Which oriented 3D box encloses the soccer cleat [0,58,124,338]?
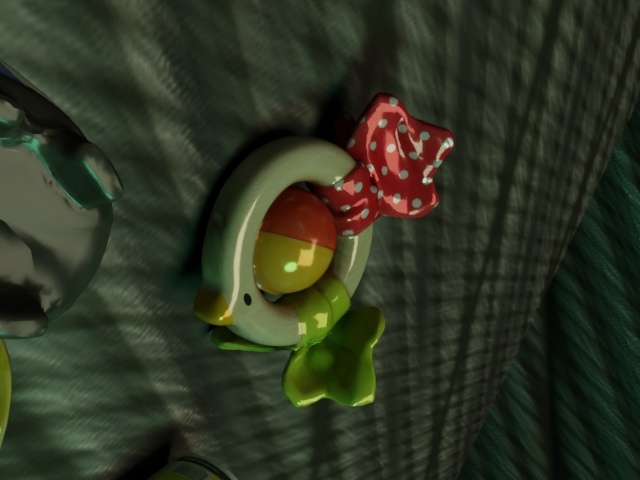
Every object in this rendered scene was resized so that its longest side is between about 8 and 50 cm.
[{"bbox_3d":[-0.203,-0.065,0.291,0.331,0.143,0.116,43,71,-45],"label":"soccer cleat"}]

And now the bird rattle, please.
[{"bbox_3d":[0.000,0.000,0.817,0.207,0.143,0.253,17,100,-52],"label":"bird rattle"}]

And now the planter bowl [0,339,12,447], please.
[{"bbox_3d":[-0.238,0.093,0.426,0.217,0.090,0.217,-49,157,-29],"label":"planter bowl"}]

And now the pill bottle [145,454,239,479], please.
[{"bbox_3d":[-0.141,0.257,0.843,0.184,0.103,0.103,-31,144,-52],"label":"pill bottle"}]
